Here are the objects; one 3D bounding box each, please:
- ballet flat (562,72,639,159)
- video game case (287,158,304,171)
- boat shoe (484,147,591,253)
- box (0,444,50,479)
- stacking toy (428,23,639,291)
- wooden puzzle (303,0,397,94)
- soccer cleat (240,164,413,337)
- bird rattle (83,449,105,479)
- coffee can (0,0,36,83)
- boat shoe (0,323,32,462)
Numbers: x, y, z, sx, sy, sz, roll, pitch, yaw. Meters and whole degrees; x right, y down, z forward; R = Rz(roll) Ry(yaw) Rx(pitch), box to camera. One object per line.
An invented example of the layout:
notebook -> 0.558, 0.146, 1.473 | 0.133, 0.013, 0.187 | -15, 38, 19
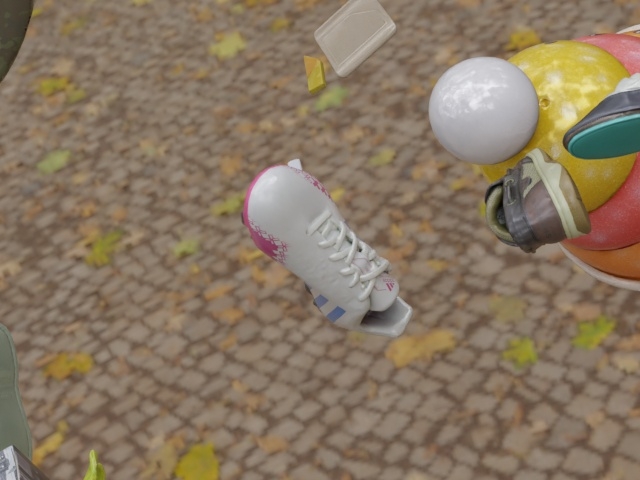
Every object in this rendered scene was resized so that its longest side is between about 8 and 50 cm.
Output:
ballet flat -> 0.325, -0.127, 1.257 | 0.203, 0.074, 0.074 | -12, 34, 10
video game case -> 0.000, 0.000, 1.900 | 0.022, 0.173, 0.190 | -20, 33, 4
boat shoe -> 0.121, -0.022, 0.793 | 0.049, 0.056, 0.152 | -20, 1, 2
box -> -0.417, 0.395, 1.566 | 0.307, 0.242, 0.076 | -28, 42, 4
stacking toy -> 0.301, -0.128, 1.571 | 0.350, 0.351, 0.480 | 14, 3, 41
wooden puzzle -> 0.031, -0.183, 1.194 | 0.116, 0.014, 0.079 | -36, 45, 17
soccer cleat -> 0.023, 0.017, 1.661 | 0.143, 0.331, 0.116 | 23, 73, 33
bird rattle -> -0.316, 0.455, 2.105 | 0.143, 0.207, 0.253 | -61, 33, 14
coffee can -> -0.173, -0.186, 0.503 | 0.201, 0.201, 0.275 | -10, 39, 14
boat shoe -> -0.403, 0.215, 1.622 | 0.068, 0.081, 0.228 | -16, 75, 32
